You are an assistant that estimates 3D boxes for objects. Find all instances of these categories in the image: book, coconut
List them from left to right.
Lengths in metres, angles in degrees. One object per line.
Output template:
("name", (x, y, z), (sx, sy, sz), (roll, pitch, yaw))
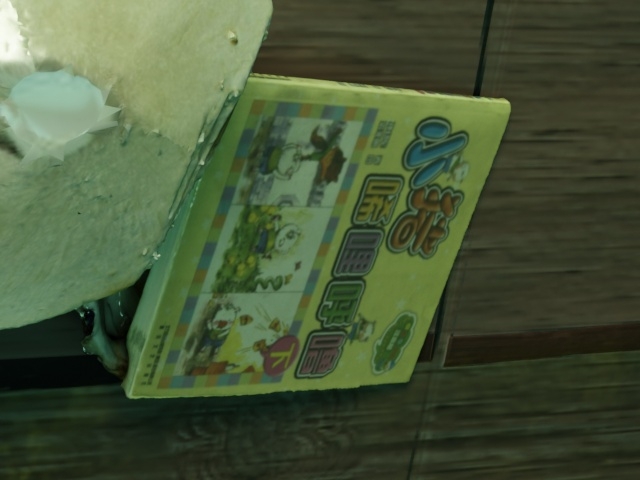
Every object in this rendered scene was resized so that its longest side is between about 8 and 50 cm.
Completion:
("coconut", (-0.134, -0.078, 0.728), (0.241, 0.241, 0.241), (-10, 120, -18))
("book", (0.000, 0.000, 0.920), (0.192, 0.013, 0.168), (1, 117, -43))

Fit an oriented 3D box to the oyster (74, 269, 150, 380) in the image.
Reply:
("oyster", (-0.085, 0.008, 0.896), (0.103, 0.051, 0.148), (-1, 109, -34))
